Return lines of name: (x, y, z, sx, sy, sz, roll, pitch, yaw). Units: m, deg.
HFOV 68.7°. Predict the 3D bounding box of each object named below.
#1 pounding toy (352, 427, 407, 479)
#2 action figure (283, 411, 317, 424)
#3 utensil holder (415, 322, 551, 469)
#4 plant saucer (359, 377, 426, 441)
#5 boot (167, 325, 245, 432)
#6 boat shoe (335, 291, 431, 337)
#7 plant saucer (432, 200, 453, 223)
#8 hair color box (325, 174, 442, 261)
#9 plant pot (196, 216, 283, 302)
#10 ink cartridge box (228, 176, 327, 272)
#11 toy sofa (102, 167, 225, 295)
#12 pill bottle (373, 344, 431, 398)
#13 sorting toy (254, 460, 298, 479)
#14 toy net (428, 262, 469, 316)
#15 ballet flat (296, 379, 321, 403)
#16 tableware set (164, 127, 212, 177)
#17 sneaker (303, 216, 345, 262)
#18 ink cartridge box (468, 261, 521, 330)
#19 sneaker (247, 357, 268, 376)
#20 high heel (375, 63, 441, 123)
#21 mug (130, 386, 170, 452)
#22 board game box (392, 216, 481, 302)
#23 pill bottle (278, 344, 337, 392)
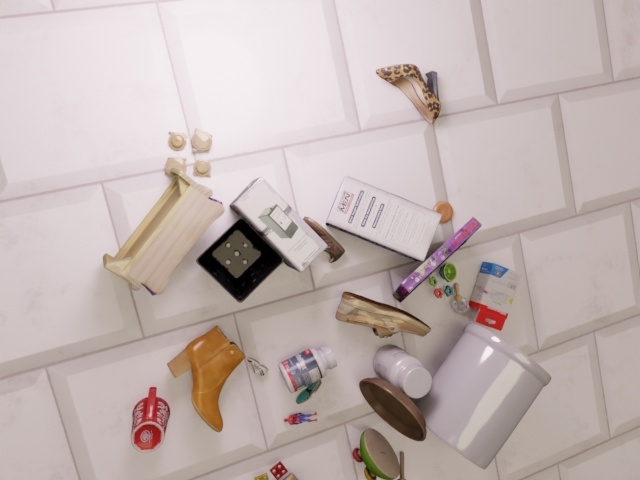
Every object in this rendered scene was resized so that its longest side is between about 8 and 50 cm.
pounding toy: (0.197, 0.789, 1.655, 0.110, 0.183, 0.237, -42, 109, 16)
action figure: (-0.070, 0.617, 1.619, 0.115, 0.030, 0.038, -3, 89, -11)
utensil holder: (0.555, 0.541, 1.647, 0.328, 0.327, 0.385, 38, 84, -15)
plant saucer: (0.248, 0.565, 1.588, 0.041, 0.278, 0.277, -41, 104, -27)
boot: (-0.324, 0.440, 1.495, 0.211, 0.104, 0.295, -33, 98, -12)
boat shoe: (0.219, 0.282, 1.645, 0.341, 0.121, 0.110, 20, 92, -6)
plant saucer: (0.455, -0.105, 1.738, 0.084, 0.013, 0.083, -1, 94, -17)
hair color box: (0.208, -0.071, 1.575, 0.347, 0.105, 0.173, 22, 88, -1)
plant pot: (-0.256, 0.051, 1.456, 0.187, 0.167, 0.188, -45, 105, -7)
ink cartridge box: (-0.140, -0.049, 1.465, 0.121, 0.211, 0.289, -46, 103, -9)
toy sofa: (-0.465, -0.027, 1.399, 0.177, 0.150, 0.362, 39, 82, -28)
pill bottle: (0.281, 0.450, 1.607, 0.131, 0.229, 0.131, -1, 94, -16)
sorting toy: (-0.119, 0.875, 1.611, 0.132, 0.046, 0.274, -39, 103, -11)
toy net: (0.492, 0.199, 1.733, 0.122, 0.045, 0.232, -43, 106, -31)
ballet flat: (-0.036, 0.525, 1.620, 0.041, 0.041, 0.114, 43, 82, -14)
tableware set: (-0.412, -0.270, 1.470, 0.141, 0.020, 0.168, 3, 94, -15)
sneaker: (0.000, 0.000, 1.583, 0.188, 0.066, 0.071, 42, 82, -14)
ink cartridge box: (0.655, 0.211, 1.781, 0.134, 0.078, 0.231, 21, 87, -16)
sneaker: (-0.215, 0.424, 1.563, 0.083, 0.032, 0.037, 40, 82, -14)
high heel: (0.309, -0.506, 1.625, 0.261, 0.093, 0.186, -1, 87, -25)
mug: (-0.522, 0.539, 1.408, 0.113, 0.169, 0.150, -24, 100, -13)
board game box: (0.401, 0.073, 1.634, 0.347, 0.208, 0.056, -41, 72, -10)
pill bottle: (-0.041, 0.425, 1.575, 0.180, 0.108, 0.107, -24, 100, -15)
